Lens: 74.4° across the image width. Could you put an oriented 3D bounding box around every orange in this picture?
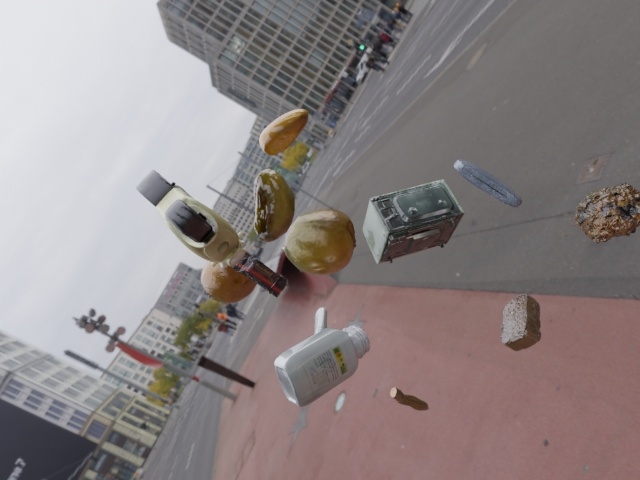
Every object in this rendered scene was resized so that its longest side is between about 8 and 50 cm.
[{"bbox_3d":[-0.405,0.158,1.887,0.264,0.264,0.264,-59,7,12],"label":"orange"}]

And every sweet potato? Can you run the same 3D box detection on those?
[{"bbox_3d":[0.462,0.809,2.106,0.067,0.281,0.059,-42,27,39],"label":"sweet potato"}]

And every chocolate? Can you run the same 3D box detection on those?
[{"bbox_3d":[0.811,0.330,1.696,0.148,0.093,0.214,-53,6,50],"label":"chocolate"},{"bbox_3d":[-0.197,0.113,1.391,0.086,0.182,0.028,-59,4,-38],"label":"chocolate"}]

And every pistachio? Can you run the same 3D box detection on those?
[{"bbox_3d":[-0.121,-0.090,1.102,0.100,0.110,0.189,-5,-87,-86],"label":"pistachio"}]

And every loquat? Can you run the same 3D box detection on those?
[{"bbox_3d":[0.000,0.000,1.691,0.276,0.284,0.276,-168,90,-87],"label":"loquat"}]

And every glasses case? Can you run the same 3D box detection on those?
[{"bbox_3d":[0.622,-0.214,1.569,0.067,0.282,0.109,-60,-9,23],"label":"glasses case"}]

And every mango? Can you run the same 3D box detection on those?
[{"bbox_3d":[-0.135,-0.410,1.554,0.217,0.102,0.141,-35,-14,15],"label":"mango"}]

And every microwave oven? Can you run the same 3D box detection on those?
[{"bbox_3d":[0.441,-0.073,2.051,0.333,0.394,0.247,95,156,-60],"label":"microwave oven"}]

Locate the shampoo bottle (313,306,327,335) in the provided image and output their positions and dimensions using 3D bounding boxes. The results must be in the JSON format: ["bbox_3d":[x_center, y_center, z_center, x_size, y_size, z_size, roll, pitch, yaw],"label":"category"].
[{"bbox_3d":[-0.001,0.391,1.792,0.221,0.051,0.108,-88,15,-56],"label":"shampoo bottle"}]

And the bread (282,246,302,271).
[{"bbox_3d":[-0.131,0.089,2.021,0.028,0.153,0.068,-40,43,-9],"label":"bread"}]

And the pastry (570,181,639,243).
[{"bbox_3d":[1.149,-0.125,1.686,0.275,0.193,0.275,-46,9,10],"label":"pastry"}]

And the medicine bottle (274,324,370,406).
[{"bbox_3d":[0.017,0.405,1.426,0.324,0.179,0.124,-24,7,-29],"label":"medicine bottle"}]

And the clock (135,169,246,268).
[{"bbox_3d":[-0.336,-0.055,1.116,0.120,0.276,0.379,-48,45,-4],"label":"clock"}]
